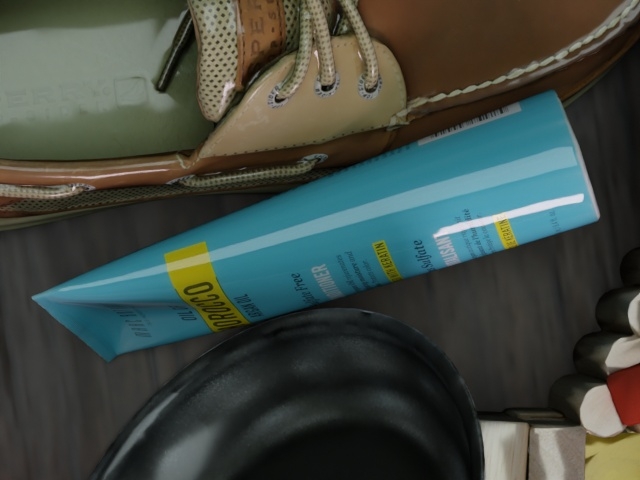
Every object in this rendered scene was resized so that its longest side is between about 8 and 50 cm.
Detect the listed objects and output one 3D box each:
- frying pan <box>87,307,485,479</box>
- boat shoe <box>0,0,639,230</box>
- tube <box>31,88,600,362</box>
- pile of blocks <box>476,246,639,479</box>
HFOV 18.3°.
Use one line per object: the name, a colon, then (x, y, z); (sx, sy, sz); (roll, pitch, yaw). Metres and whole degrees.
frying pan: (-0.053, 0.168, 0.720); (0.053, 0.197, 0.326); (43, 73, -40)
boat shoe: (-0.027, -0.070, 0.752); (0.324, 0.120, 0.122); (-15, 89, -1)
tube: (0.000, 0.000, 0.754); (0.207, 0.080, 0.052); (-19, 61, 8)
pile of blocks: (0.184, 0.021, 0.758); (0.149, 0.112, 0.362); (38, 89, 0)
